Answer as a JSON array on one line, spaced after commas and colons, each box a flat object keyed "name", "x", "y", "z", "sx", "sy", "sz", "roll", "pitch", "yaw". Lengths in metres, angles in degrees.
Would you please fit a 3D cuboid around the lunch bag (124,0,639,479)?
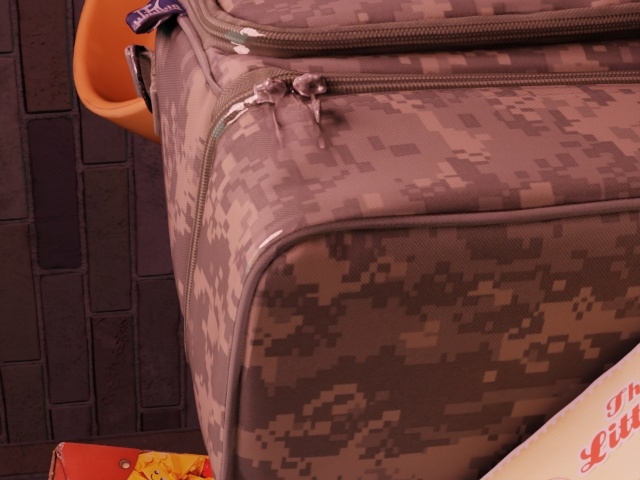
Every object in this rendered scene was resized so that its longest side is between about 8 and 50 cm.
[{"name": "lunch bag", "x": 0.069, "y": -0.026, "z": 0.789, "sx": 0.256, "sy": 0.305, "sz": 0.213, "roll": -106, "pitch": 15, "yaw": -47}]

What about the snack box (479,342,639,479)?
[{"name": "snack box", "x": 0.133, "y": 0.145, "z": 0.652, "sx": 0.322, "sy": 0.060, "sz": 0.187, "roll": -45, "pitch": 34, "yaw": 24}]

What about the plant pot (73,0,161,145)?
[{"name": "plant pot", "x": 0.004, "y": -0.162, "z": 1.081, "sx": 0.291, "sy": 0.203, "sz": 0.291, "roll": -38, "pitch": 35, "yaw": 34}]

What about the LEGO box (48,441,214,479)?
[{"name": "LEGO box", "x": -0.042, "y": 0.397, "z": 1.279, "sx": 0.193, "sy": 0.372, "sz": 0.500, "roll": -89, "pitch": 8, "yaw": -45}]
